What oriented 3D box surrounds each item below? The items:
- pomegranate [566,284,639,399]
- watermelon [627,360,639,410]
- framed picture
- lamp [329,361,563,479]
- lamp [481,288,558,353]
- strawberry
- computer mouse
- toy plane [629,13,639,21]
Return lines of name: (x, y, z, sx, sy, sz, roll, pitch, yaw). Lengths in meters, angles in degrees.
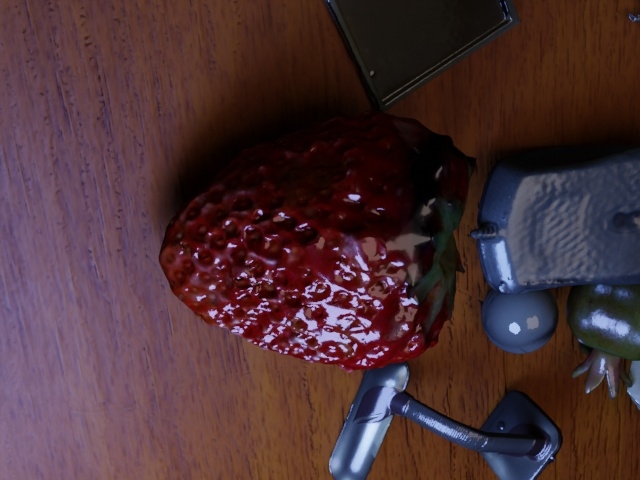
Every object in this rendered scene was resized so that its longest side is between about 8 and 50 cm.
pomegranate: (0.412, 0.120, 1.727, 0.131, 0.152, 0.191, -42, 143, -53)
watermelon: (0.591, 0.158, 1.812, 0.305, 0.180, 0.224, -44, 133, 4)
framed picture: (0.098, -0.313, 1.420, 0.213, 0.016, 0.289, -34, 125, -8)
lamp: (0.166, 0.284, 1.698, 0.283, 0.124, 0.203, 18, 115, -30)
lamp: (0.265, 0.099, 1.660, 0.105, 0.105, 0.105, -12, 119, -22)
strawberry: (0.012, -0.005, 1.408, 0.292, 0.310, 0.292, -36, 133, -52)
computer mouse: (0.349, -0.035, 1.627, 0.371, 0.122, 0.188, -7, 107, -19)
toy plane: (0.423, -0.293, 1.591, 0.078, 0.031, 0.083, -44, 124, -18)
